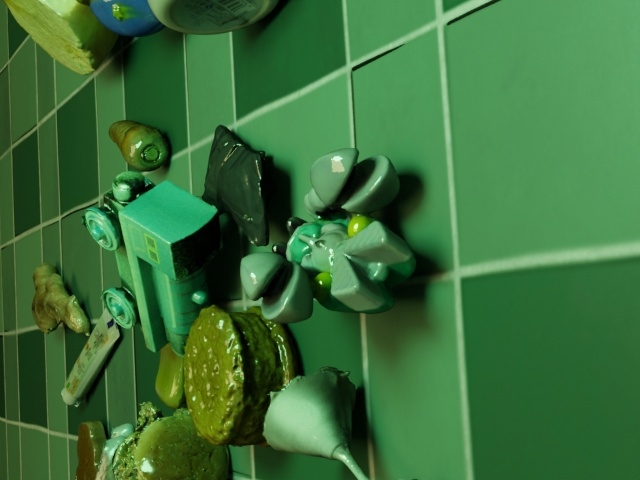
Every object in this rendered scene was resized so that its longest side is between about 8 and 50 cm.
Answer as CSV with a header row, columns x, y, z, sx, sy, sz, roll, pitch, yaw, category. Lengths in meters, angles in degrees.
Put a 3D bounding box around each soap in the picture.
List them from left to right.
x,y,z,sx,sy,sz,roll,pitch,yaw,category
-0.231,0.196,1.581,0.089,0.045,0.140,-146,59,-60,soap

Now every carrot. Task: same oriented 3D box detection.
x,y,z,sx,sy,sz,roll,pitch,yaw,category
-0.335,-0.179,1.749,0.298,0.078,0.078,-150,64,-62,carrot

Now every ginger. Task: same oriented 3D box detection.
x,y,z,sx,sy,sz,roll,pitch,yaw,category
-0.578,0.140,2.188,0.334,0.081,0.147,13,86,60,ginger

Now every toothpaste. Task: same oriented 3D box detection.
x,y,z,sx,sy,sz,roll,pitch,yaw,category
-0.459,0.238,1.995,0.314,0.058,0.056,-53,2,43,toothpaste

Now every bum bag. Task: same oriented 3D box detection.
x,y,z,sx,sy,sz,roll,pitch,yaw,category
-0.109,-0.078,1.342,0.248,0.060,0.123,35,121,58,bum bag

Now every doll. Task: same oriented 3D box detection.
x,y,z,sx,sy,sz,roll,pitch,yaw,category
-0.331,-0.435,1.541,0.311,0.160,0.242,3,108,27,doll
-0.007,0.018,1.054,0.258,0.153,0.194,-30,36,53,doll

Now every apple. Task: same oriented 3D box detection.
x,y,z,sx,sy,sz,roll,pitch,yaw,category
-0.459,-0.458,1.790,0.309,0.252,0.313,99,168,-78,apple

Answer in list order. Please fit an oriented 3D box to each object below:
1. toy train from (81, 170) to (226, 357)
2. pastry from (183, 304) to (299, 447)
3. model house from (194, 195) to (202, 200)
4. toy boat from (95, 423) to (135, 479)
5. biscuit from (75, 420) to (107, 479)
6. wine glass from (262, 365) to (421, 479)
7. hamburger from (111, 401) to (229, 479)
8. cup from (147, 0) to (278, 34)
x,y,z,sx,sy,sz,roll,pitch,yaw,category
-0.226,0.045,1.431,0.194,0.120,0.298,29,141,29,toy train
-0.105,0.174,1.290,0.189,0.103,0.188,0,90,61,pastry
-0.188,-0.027,1.485,0.057,0.058,0.083,-36,60,56,model house
-0.360,0.447,1.773,0.155,0.085,0.227,-132,56,-82,toy boat
-0.432,0.513,1.952,0.183,0.047,0.319,-57,43,48,biscuit
0.027,0.231,1.046,0.183,0.122,0.122,47,130,49,wine glass
-0.215,0.315,1.441,0.184,0.159,0.131,60,149,9,hamburger
-0.145,-0.377,1.302,0.253,0.192,0.200,82,176,-76,cup
